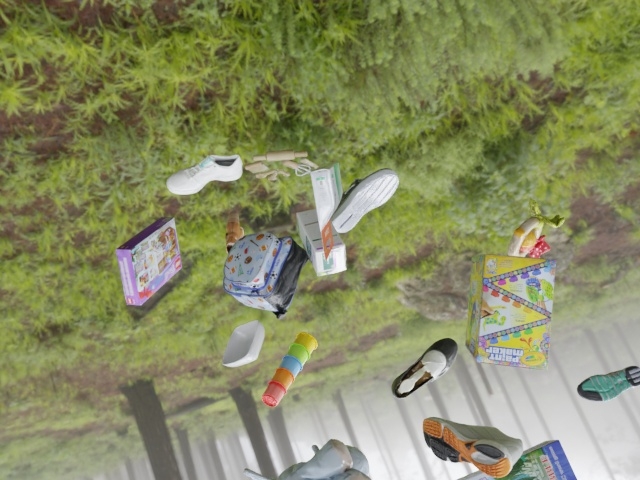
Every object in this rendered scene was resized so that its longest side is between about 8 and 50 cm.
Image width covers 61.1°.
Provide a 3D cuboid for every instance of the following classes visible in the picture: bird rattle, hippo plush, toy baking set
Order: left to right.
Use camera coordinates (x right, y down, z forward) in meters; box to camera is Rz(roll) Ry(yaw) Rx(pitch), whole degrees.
[{"bbox_3d":[-0.104,-0.238,1.697,0.256,0.030,0.197,-7,168,0],"label":"toy baking set"},{"bbox_3d":[0.015,0.626,1.346,0.294,0.234,0.236,-24,159,13],"label":"hippo plush"},{"bbox_3d":[0.718,-0.015,1.890,0.207,0.143,0.253,-28,148,-28],"label":"bird rattle"}]

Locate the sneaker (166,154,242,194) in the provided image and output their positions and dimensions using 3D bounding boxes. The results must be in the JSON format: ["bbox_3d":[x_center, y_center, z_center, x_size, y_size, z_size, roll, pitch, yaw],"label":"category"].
[{"bbox_3d":[-0.316,-0.192,1.471,0.212,0.080,0.094,-20,162,-18],"label":"sneaker"}]

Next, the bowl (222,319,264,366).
[{"bbox_3d":[-0.230,0.325,1.671,0.142,0.142,0.053,-26,124,40],"label":"bowl"}]

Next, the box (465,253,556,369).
[{"bbox_3d":[0.508,0.184,1.490,0.177,0.279,0.290,5,179,9],"label":"box"}]

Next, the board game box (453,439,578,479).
[{"bbox_3d":[0.536,0.715,1.370,0.318,0.318,0.066,-14,160,-18],"label":"board game box"}]

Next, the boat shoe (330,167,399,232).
[{"bbox_3d":[0.134,-0.161,1.880,0.121,0.119,0.335,21,137,-31],"label":"boat shoe"}]

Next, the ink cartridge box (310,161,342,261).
[{"bbox_3d":[0.029,-0.079,1.379,0.056,0.224,0.181,-9,-168,11],"label":"ink cartridge box"}]

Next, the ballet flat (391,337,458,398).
[{"bbox_3d":[0.345,0.436,1.795,0.280,0.095,0.096,-48,167,15],"label":"ballet flat"}]

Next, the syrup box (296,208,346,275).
[{"bbox_3d":[0.000,0.000,1.691,0.096,0.237,0.093,-13,126,-10],"label":"syrup box"}]

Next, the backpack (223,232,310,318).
[{"bbox_3d":[-0.202,0.103,1.799,0.263,0.276,0.213,-9,137,44],"label":"backpack"}]

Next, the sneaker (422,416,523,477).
[{"bbox_3d":[0.380,0.503,1.359,0.121,0.099,0.262,-9,-168,-41],"label":"sneaker"}]

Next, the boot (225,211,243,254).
[{"bbox_3d":[-0.357,-0.003,2.213,0.073,0.152,0.197,-2,147,-1],"label":"boot"}]

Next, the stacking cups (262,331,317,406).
[{"bbox_3d":[-0.120,0.485,2.028,0.096,0.096,0.316,-34,-166,44],"label":"stacking cups"}]

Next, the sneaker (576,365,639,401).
[{"bbox_3d":[0.910,0.463,1.723,0.224,0.083,0.098,-12,160,-7],"label":"sneaker"}]

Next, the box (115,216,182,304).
[{"bbox_3d":[-0.578,0.063,1.852,0.057,0.200,0.293,3,-157,14],"label":"box"}]
